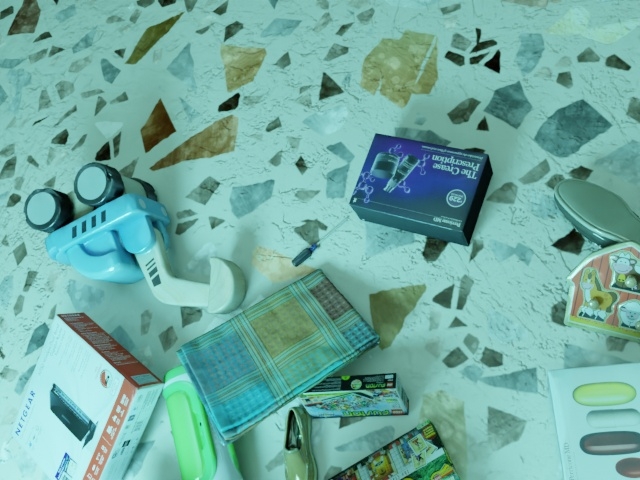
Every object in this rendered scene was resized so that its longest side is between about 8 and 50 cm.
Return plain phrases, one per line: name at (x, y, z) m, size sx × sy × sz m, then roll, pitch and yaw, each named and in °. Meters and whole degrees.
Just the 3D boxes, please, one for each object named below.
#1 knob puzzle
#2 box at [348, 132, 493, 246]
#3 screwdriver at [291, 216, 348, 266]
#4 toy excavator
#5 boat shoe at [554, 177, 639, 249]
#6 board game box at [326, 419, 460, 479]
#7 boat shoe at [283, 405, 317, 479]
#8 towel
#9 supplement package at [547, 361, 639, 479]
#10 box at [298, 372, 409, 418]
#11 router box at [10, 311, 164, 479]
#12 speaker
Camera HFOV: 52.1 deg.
knob puzzle at (0.549, 0.093, 1.196) m, size 0.213 × 0.030 × 0.213 m, roll 12°, pitch 116°, yaw 25°
box at (0.220, -0.113, 1.429) m, size 0.261 × 0.103 × 0.184 m, roll 15°, pitch 79°, yaw 25°
screwdriver at (0.000, 0.000, 1.510) m, size 0.170 × 0.025 × 0.024 m, roll -43°, pitch 62°, yaw 2°
toy excavator at (-0.436, 0.030, 1.588) m, size 0.432 × 0.222 × 0.445 m, roll -25°, pitch 77°, yaw 10°
boat shoe at (0.586, 0.002, 1.253) m, size 0.112 × 0.096 × 0.335 m, roll -36°, pitch 55°, yaw -22°
board game box at (0.127, 0.463, 1.252) m, size 0.259 × 0.030 × 0.136 m, roll -33°, pitch 37°, yaw 6°
boat shoe at (-0.052, 0.436, 1.336) m, size 0.068 × 0.072 × 0.190 m, roll -14°, pitch 66°, yaw 15°
towel at (-0.096, 0.221, 1.357) m, size 0.370 × 0.040 × 0.271 m, roll -31°, pitch 44°, yaw -12°
supplement package at (0.509, 0.319, 1.125) m, size 0.203 × 0.149 × 0.194 m, roll -9°, pitch 67°, yaw 16°
box at (0.065, 0.314, 1.314) m, size 0.206 × 0.114 × 0.036 m, roll -8°, pitch 47°, yaw 18°
router box at (-0.534, 0.382, 1.474) m, size 0.301 × 0.082 × 0.336 m, roll 31°, pitch 104°, yaw 28°
speaker at (-0.251, 0.415, 1.390) m, size 0.131 × 0.131 × 0.297 m, roll -25°, pitch 64°, yaw 10°
